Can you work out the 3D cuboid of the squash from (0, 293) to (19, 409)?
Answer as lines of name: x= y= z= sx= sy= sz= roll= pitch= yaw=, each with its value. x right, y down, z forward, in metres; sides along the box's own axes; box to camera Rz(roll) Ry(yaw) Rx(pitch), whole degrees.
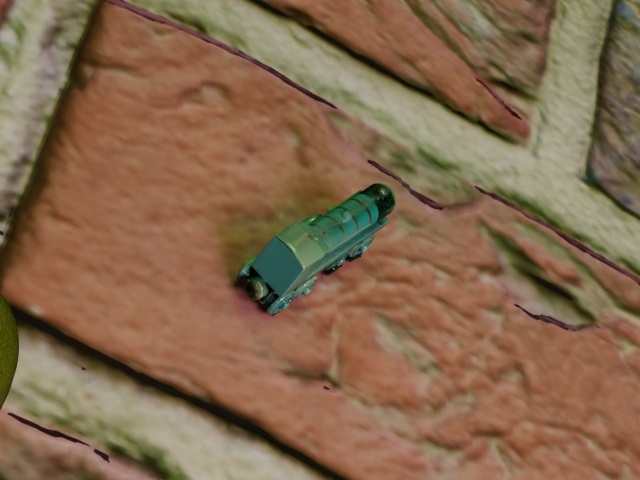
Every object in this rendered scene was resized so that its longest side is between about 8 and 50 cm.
squash: x=-0.148 y=0.075 z=0.677 sx=0.052 sy=0.052 sz=0.183 roll=33 pitch=39 yaw=-7

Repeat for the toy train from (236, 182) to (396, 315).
toy train: x=0.000 y=0.000 z=0.864 sx=0.029 sy=0.045 sz=0.092 roll=48 pitch=43 yaw=8
